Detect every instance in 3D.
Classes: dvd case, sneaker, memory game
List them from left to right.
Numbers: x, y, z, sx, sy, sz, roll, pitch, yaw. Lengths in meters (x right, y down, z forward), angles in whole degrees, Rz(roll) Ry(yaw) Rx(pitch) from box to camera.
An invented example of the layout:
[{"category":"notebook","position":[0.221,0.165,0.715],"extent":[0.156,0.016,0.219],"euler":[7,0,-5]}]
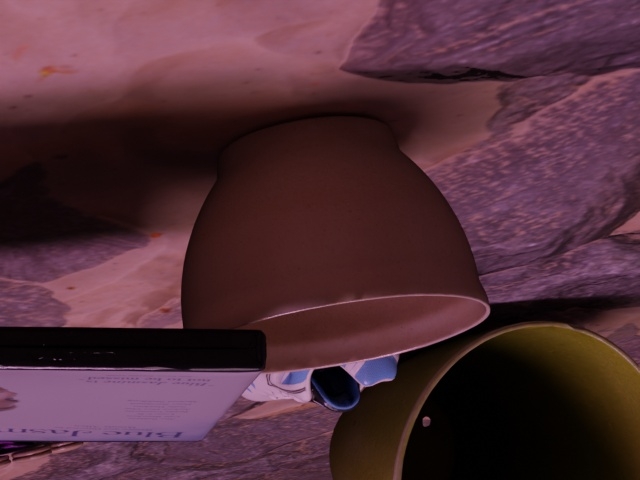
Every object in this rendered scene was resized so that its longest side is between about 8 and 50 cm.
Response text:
[{"category":"memory game","position":[-0.302,0.204,1.560],"extent":[0.186,0.012,0.186],"euler":[-12,178,0]},{"category":"dvd case","position":[-0.135,0.079,0.865],"extent":[0.180,0.022,0.253],"euler":[1,166,-11]},{"category":"sneaker","position":[-0.011,0.099,1.288],"extent":[0.085,0.086,0.237],"euler":[-4,166,-25]}]

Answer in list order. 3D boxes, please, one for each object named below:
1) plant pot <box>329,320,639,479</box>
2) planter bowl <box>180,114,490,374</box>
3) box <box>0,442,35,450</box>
[{"category":"plant pot","position":[0.126,0.208,1.509],"extent":[0.275,0.274,0.293],"euler":[-3,179,-24]},{"category":"planter bowl","position":[0.000,0.000,0.876],"extent":[0.162,0.109,0.162],"euler":[-9,164,-2]},{"category":"box","position":[-0.352,0.180,1.485],"extent":[0.162,0.029,0.116],"euler":[-14,166,11]}]
